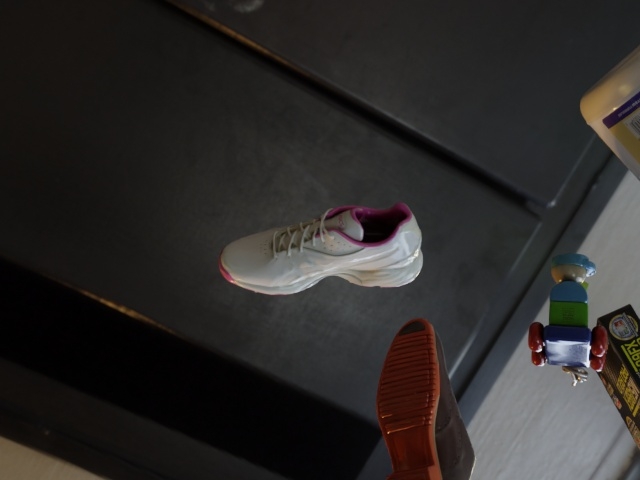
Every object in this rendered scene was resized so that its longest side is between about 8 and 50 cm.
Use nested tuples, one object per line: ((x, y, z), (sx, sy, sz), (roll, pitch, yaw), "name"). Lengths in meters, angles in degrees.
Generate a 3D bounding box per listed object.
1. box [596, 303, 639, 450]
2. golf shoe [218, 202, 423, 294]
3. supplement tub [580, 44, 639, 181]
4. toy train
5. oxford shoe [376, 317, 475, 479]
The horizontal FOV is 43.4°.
((0.531, 0.249, 1.333), (0.270, 0.060, 0.216), (57, -170, -62), "box")
((0.000, 0.000, 1.182), (0.306, 0.140, 0.115), (-5, -128, -2), "golf shoe")
((0.504, -0.119, 0.954), (0.331, 0.241, 0.241), (49, -169, 3), "supplement tub")
((0.377, 0.124, 1.215), (0.105, 0.143, 0.248), (2, 159, 19), "toy train")
((0.136, 0.234, 1.001), (0.098, 0.271, 0.097), (16, 157, -38), "oxford shoe")
